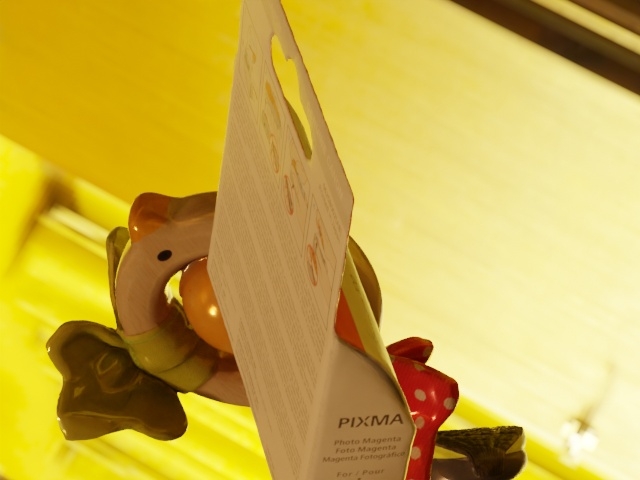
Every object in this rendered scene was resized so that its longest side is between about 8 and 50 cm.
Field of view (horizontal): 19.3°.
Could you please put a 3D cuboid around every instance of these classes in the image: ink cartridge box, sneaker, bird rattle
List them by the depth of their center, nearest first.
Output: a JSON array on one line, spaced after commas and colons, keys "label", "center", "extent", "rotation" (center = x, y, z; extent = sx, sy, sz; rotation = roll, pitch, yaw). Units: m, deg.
[{"label": "ink cartridge box", "center": [0.000, 0.000, 0.867], "extent": [0.232, 0.066, 0.189], "rotation": [105, -25, -43]}, {"label": "bird rattle", "center": [-0.039, 0.060, 1.153], "extent": [0.207, 0.253, 0.143], "rotation": [94, 14, -45]}, {"label": "sneaker", "center": [0.080, 0.216, 1.369], "extent": [0.300, 0.111, 0.121], "rotation": [119, -36, -62]}]
